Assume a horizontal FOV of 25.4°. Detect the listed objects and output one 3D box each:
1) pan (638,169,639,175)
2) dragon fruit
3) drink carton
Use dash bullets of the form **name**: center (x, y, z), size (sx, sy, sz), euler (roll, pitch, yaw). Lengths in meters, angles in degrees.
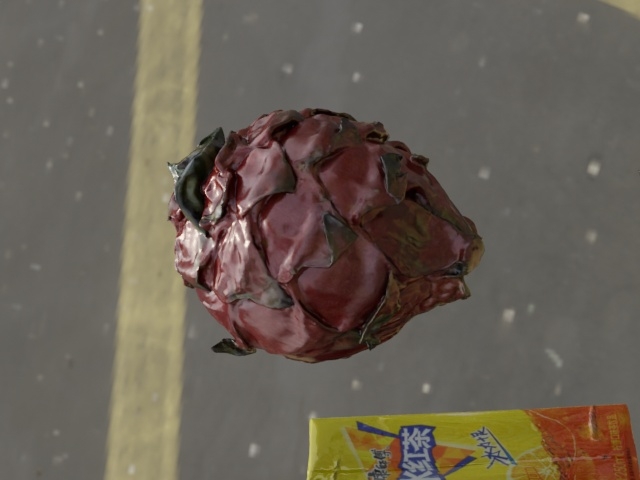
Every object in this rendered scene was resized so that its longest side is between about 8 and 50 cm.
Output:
- **pan**: center (0.381, -0.048, 1.295), size (0.202, 0.128, 0.048), euler (-178, 83, -71)
- **dragon fruit**: center (0.000, 0.000, 1.310), size (0.244, 0.299, 0.244), euler (12, -90, -75)
- **drink carton**: center (0.162, 0.269, 1.531), size (0.154, 0.352, 0.111), euler (-86, -10, -49)
